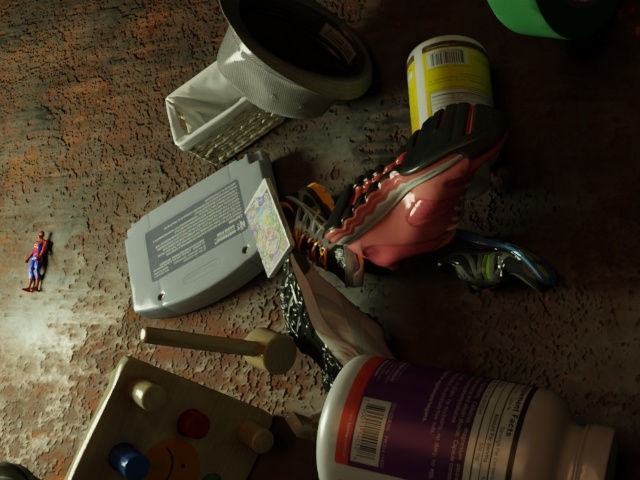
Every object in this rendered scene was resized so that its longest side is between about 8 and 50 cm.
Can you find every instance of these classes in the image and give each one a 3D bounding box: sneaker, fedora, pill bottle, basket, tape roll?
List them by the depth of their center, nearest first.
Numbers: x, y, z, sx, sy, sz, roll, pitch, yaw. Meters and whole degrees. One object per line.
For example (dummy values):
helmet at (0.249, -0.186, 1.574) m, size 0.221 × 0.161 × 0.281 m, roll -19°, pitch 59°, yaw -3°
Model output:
pill bottle at (0.169, 0.246, 1.215) m, size 0.323 × 0.181 × 0.181 m, roll 9°, pitch 75°, yaw 22°
tape roll at (0.313, -0.421, 1.339) m, size 0.077 × 0.321 × 0.321 m, roll 15°, pitch 79°, yaw 39°
sneaker at (0.146, -0.062, 1.350) m, size 0.314 × 0.136 × 0.116 m, roll -36°, pitch 24°, yaw 43°
sneaker at (0.227, 0.038, 1.371) m, size 0.188 × 0.067 × 0.078 m, roll 18°, pitch 89°, yaw 44°
sneaker at (0.027, 0.123, 1.449) m, size 0.108 × 0.100 × 0.271 m, roll -20°, pitch 58°, yaw -24°
pill bottle at (0.183, -0.167, 1.452) m, size 0.117 × 0.117 × 0.215 m, roll -17°, pitch 61°, yaw 29°
sneaker at (0.000, 0.000, 1.517) m, size 0.083 × 0.084 × 0.215 m, roll -15°, pitch 40°, yaw -20°
fedora at (-0.059, -0.279, 1.607) m, size 0.124 × 0.275 × 0.244 m, roll -52°, pitch 37°, yaw 36°
basket at (-0.154, -0.216, 1.725) m, size 0.167 × 0.103 × 0.113 m, roll -31°, pitch 55°, yaw 20°

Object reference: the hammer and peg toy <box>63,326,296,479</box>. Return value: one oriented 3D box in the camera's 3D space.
hammer and peg toy at (-0.199, 0.262, 1.446) m, size 0.127 × 0.266 × 0.361 m, roll 14°, pitch 79°, yaw 57°

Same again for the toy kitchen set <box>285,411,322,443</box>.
toy kitchen set at (0.016, 0.245, 1.418) m, size 0.083 × 0.075 × 0.068 m, roll -47°, pitch 52°, yaw 9°

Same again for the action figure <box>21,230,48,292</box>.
action figure at (-0.522, 0.036, 1.928) m, size 0.038 × 0.030 × 0.115 m, roll -9°, pitch 63°, yaw 38°

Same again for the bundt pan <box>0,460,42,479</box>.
bundt pan at (-0.402, 0.439, 1.493) m, size 0.124 × 0.331 × 0.331 m, roll -44°, pitch 49°, yaw -11°

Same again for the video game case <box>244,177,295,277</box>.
video game case at (-0.076, -0.018, 1.549) m, size 0.087 × 0.011 × 0.122 m, roll -56°, pitch 47°, yaw 46°

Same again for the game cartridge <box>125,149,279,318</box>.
game cartridge at (-0.185, 0.003, 1.685) m, size 0.294 × 0.060 × 0.196 m, roll -28°, pitch 53°, yaw 23°
